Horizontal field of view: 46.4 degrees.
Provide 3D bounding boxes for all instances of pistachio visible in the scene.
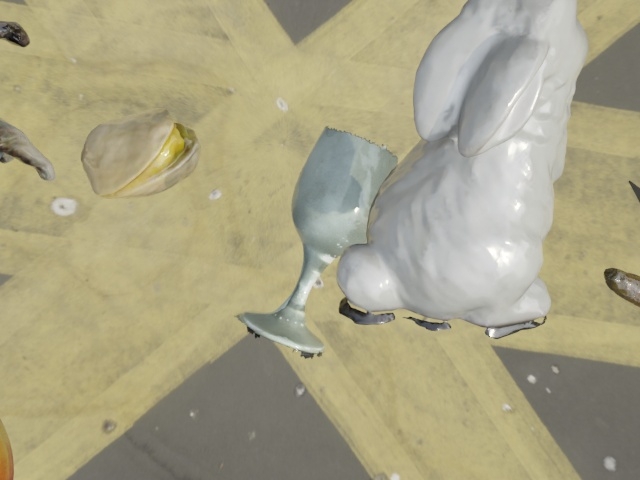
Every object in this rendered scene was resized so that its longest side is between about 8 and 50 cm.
[{"bbox_3d":[-0.249,-0.112,1.036,0.117,0.200,0.145,45,61,-42],"label":"pistachio"}]

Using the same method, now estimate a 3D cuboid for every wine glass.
[{"bbox_3d":[0.000,0.000,1.070,0.143,0.143,0.321,24,95,-6],"label":"wine glass"}]

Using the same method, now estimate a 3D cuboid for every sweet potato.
[{"bbox_3d":[0.638,0.117,1.362,0.273,0.075,0.075,26,95,3],"label":"sweet potato"}]

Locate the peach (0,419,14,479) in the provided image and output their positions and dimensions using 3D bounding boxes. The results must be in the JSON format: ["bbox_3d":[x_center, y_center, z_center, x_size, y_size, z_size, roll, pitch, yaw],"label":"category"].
[{"bbox_3d":[-0.642,0.330,1.040,0.388,0.388,0.388,0,97,-3],"label":"peach"}]

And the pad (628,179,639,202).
[{"bbox_3d":[0.541,0.019,1.066,0.243,0.163,0.004,30,125,-24],"label":"pad"}]

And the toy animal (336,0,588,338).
[{"bbox_3d":[0.153,-0.088,0.735,0.258,0.194,0.357,-17,126,-36],"label":"toy animal"}]

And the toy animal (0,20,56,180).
[{"bbox_3d":[-0.637,-0.187,1.250,0.194,0.303,0.344,22,131,29],"label":"toy animal"}]
